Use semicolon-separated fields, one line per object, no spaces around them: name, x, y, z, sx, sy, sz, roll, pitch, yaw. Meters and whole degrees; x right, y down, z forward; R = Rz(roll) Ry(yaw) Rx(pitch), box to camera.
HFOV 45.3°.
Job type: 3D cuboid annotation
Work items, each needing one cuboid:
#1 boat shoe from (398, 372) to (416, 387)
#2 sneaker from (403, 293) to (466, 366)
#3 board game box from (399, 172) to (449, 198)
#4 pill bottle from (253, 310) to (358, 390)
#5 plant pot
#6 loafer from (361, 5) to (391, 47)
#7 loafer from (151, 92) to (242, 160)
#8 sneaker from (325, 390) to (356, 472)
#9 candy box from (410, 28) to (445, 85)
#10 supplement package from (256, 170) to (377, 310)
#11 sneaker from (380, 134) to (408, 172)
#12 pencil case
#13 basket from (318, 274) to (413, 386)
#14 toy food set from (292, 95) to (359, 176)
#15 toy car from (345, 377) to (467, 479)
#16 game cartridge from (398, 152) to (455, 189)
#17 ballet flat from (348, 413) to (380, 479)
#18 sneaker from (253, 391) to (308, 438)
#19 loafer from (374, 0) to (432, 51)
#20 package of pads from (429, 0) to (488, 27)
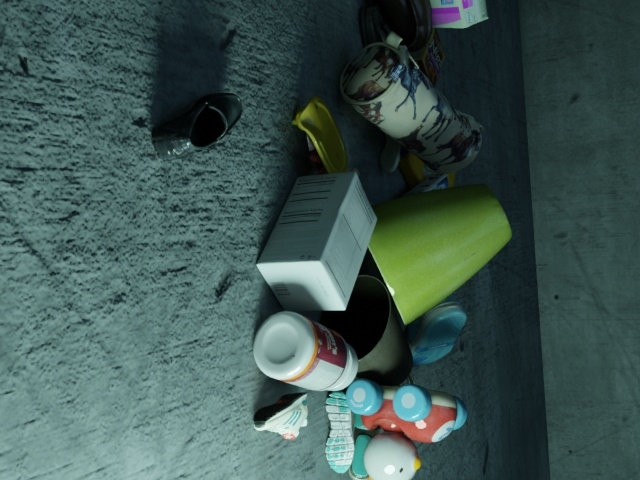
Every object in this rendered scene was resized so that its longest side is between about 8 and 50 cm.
boat shoe;0.180;0.332;1.846;0.073;0.080;0.223;-10;90;-57
sneaker;0.251;0.174;1.901;0.319;0.127;0.208;112;-35;-53
board game box;0.263;-0.038;2.017;0.305;0.053;0.193;-36;122;-49
pill bottle;-0.020;0.212;1.418;0.221;0.121;0.121;34;57;-57
plant pot;0.257;0.001;1.681;0.275;0.294;0.274;-25;90;-88
loafer;0.171;-0.455;1.909;0.096;0.084;0.267;-48;128;-54
loafer;-0.176;-0.182;1.210;0.223;0.078;0.076;-47;128;-54
sneaker;0.052;0.398;1.602;0.076;0.065;0.166;20;71;-65
candy box;0.307;-0.525;2.218;0.109;0.053;0.186;63;34;-37
supplement package;0.000;0.000;1.468;0.139;0.134;0.244;63;36;-37
sneaker;0.197;-0.227;1.960;0.084;0.058;0.152;37;48;-46
pencil case;0.232;-0.311;1.830;0.410;0.183;0.160;30;24;-45
basket;0.107;0.219;1.641;0.227;0.154;0.204;57;42;-49
toy food set;-0.003;-0.183;1.552;0.218;0.071;0.128;63;29;-30
toy car;0.169;0.420;1.568;0.219;0.210;0.238;27;67;-53
game cartridge;0.311;-0.235;2.190;0.323;0.053;0.285;55;40;-46
ballet flat;0.097;0.429;1.696;0.068;0.072;0.213;94;8;-63
sneaker;-0.064;0.329;1.387;0.161;0.057;0.075;-14;94;-65
loafer;0.158;-0.633;1.892;0.130;0.134;0.366;-34;108;-33
package of pads;0.278;-0.660;1.936;0.101;0.296;0.229;-28;116;-24
